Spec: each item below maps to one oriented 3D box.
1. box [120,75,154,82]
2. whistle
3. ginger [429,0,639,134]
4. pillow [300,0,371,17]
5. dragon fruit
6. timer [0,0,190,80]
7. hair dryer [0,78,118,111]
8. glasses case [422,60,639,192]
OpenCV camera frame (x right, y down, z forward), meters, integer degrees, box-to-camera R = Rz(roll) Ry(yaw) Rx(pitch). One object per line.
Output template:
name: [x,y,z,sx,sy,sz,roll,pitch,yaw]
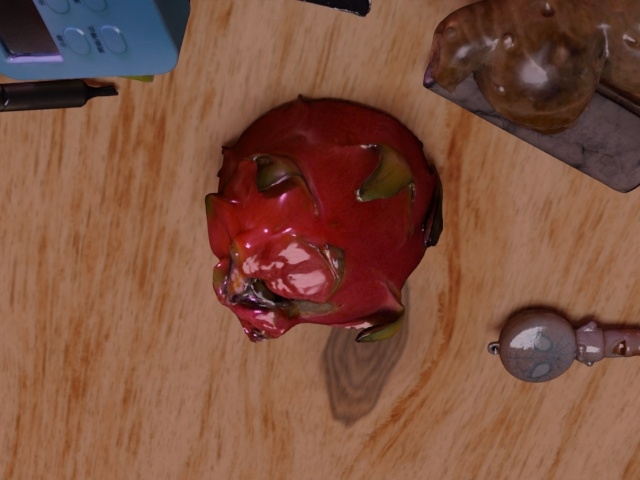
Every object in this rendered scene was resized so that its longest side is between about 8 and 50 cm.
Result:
box: [-0.251,-0.304,1.982,0.175,0.062,0.260,10,134,-7]
whistle: [0.333,0.138,2.394,0.220,0.057,0.107,-2,121,-1]
ginger: [0.303,-0.217,1.936,0.375,0.176,0.256,-12,139,-4]
pillow: [-0.037,-0.322,1.959,0.208,0.055,0.141,7,127,-5]
dragon fruit: [0.000,0.000,2.157,0.305,0.226,0.305,2,133,2]
timer: [-0.288,-0.271,1.913,0.250,0.091,0.232,-9,134,18]
hair dryer: [-0.367,-0.167,2.111,0.248,0.078,0.195,-3,-177,-24]
glasses case: [0.272,-0.158,2.094,0.299,0.060,0.114,26,125,-21]
